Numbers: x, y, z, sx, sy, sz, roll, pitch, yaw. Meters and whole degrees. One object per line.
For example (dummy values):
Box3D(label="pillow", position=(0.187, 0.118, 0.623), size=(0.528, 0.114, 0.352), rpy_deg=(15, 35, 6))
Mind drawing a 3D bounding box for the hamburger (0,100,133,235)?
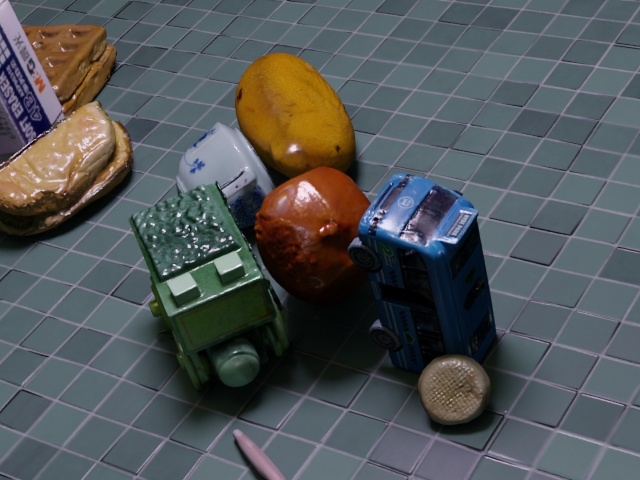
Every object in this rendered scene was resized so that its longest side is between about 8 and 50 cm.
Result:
Box3D(label="hamburger", position=(-0.385, -0.096, 2.099), size=(0.131, 0.124, 0.262), rpy_deg=(38, 65, 24))

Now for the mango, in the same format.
Box3D(label="mango", position=(-0.038, -0.166, 2.026), size=(0.177, 0.120, 0.295), rpy_deg=(19, 35, -25))

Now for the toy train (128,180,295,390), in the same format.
Box3D(label="toy train", position=(-0.143, 0.061, 1.757), size=(0.159, 0.188, 0.271), rpy_deg=(-23, 41, -7))

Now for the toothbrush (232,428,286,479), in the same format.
Box3D(label="toothbrush", position=(-0.035, 0.292, 1.549), size=(0.030, 0.025, 0.307), rpy_deg=(-32, 35, -14))

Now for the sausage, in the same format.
Box3D(label="sausage", position=(-0.001, -0.001, 1.738), size=(0.153, 0.268, 0.141), rpy_deg=(-30, 79, -1))

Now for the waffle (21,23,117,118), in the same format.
Box3D(label="waffle", position=(-0.536, -0.282, 2.382), size=(0.328, 0.098, 0.224), rpy_deg=(3, 40, 21))

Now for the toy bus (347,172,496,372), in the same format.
Box3D(label="toy bus", position=(0.128, 0.046, 1.636), size=(0.134, 0.246, 0.113), rpy_deg=(15, 50, 30))

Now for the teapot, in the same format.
Box3D(label="teapot", position=(-0.147, -0.073, 1.958), size=(0.159, 0.159, 0.232), rpy_deg=(-20, 9, -5))

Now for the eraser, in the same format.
Box3D(label="eraser", position=(-0.487, -0.228, 2.146), size=(0.086, 0.287, 0.130), rpy_deg=(-1, 41, 23))

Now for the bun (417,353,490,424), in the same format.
Box3D(label="bun", position=(0.159, 0.173, 1.618), size=(0.086, 0.086, 0.055), rpy_deg=(-3, 0, 15))
